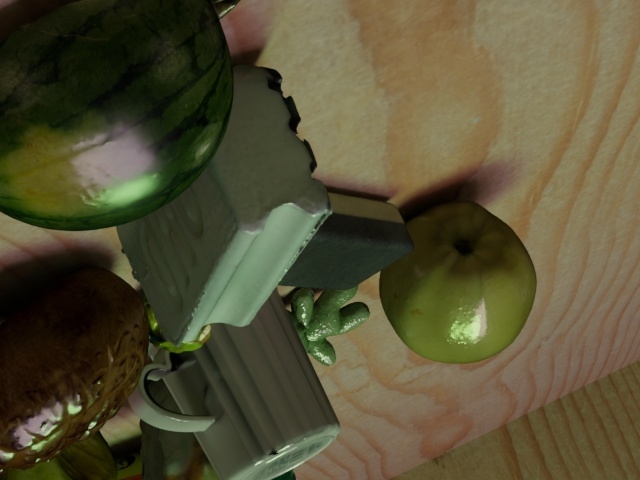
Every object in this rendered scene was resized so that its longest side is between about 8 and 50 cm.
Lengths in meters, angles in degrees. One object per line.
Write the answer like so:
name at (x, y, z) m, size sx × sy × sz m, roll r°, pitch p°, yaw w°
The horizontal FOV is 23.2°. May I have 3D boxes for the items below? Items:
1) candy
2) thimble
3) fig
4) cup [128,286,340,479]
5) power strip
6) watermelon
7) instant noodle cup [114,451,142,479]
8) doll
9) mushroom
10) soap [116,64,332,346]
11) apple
candy at (-0.216, 0.112, 1.683) m, size 0.262 × 0.077 × 0.073 m, roll -27°, pitch 163°, yaw 33°
thimble at (-0.131, 0.284, 1.940) m, size 0.167 × 0.288 × 0.254 m, roll -1°, pitch 131°, yaw -14°
fig at (-0.328, 0.274, 1.884) m, size 0.154 × 0.144 × 0.165 m, roll 9°, pitch 157°, yaw 10°
cup at (-0.108, 0.174, 1.764) m, size 0.221 × 0.202 × 0.167 m, roll -24°, pitch 164°, yaw -17°
power strip at (0.000, 0.000, 1.636) m, size 0.105 × 0.070 × 0.257 m, roll -31°, pitch 161°, yaw 24°
watermelon at (-0.140, -0.082, 1.076) m, size 0.232 × 0.127 × 0.204 m, roll -25°, pitch 161°, yaw -23°
instant noodle cup at (-0.259, 0.433, 2.232) m, size 0.222 × 0.311 × 0.311 m, roll -7°, pitch 157°, yaw -26°
doll at (-0.012, 0.102, 1.920) m, size 0.150 × 0.077 × 0.115 m, roll -27°, pitch 120°, yaw -16°
mushroom at (-0.274, 0.131, 1.484) m, size 0.253 × 0.153 × 0.253 m, roll -31°, pitch 174°, yaw -3°
soap at (-0.091, -0.024, 1.286) m, size 0.094 × 0.150 × 0.261 m, roll -12°, pitch 159°, yaw -25°
apple at (0.158, 0.050, 1.820) m, size 0.200 × 0.200 × 0.200 m, roll -24°, pitch 163°, yaw -8°
